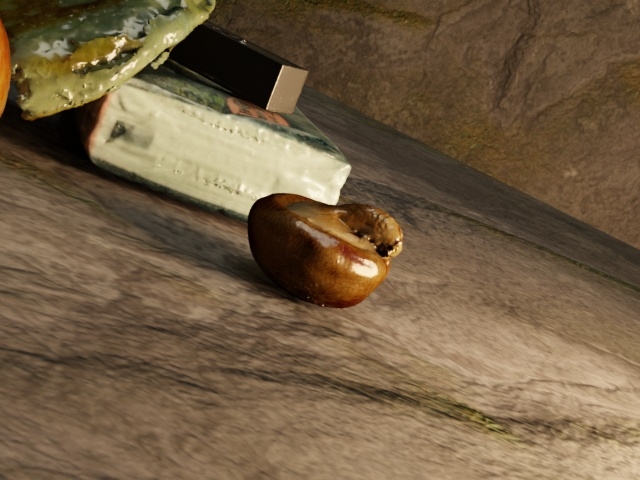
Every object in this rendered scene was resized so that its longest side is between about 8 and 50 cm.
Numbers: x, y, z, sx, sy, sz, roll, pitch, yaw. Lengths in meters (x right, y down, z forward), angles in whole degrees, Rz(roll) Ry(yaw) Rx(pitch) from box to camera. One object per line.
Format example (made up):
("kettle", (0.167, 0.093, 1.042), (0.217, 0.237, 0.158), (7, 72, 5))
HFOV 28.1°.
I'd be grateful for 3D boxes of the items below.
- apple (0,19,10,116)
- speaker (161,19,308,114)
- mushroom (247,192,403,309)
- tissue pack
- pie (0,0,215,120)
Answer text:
("apple", (-0.300, -0.138, 0.858), (0.173, 0.160, 0.195), (51, 17, 18))
("speaker", (-0.096, -0.171, 1.156), (0.191, 0.046, 0.040), (31, 15, 34))
("mushroom", (0.000, 0.000, 0.969), (0.127, 0.087, 0.127), (27, 9, -5))
("tissue pack", (-0.123, -0.112, 1.204), (0.228, 0.103, 0.315), (20, 12, -21))
("pie", (-0.231, -0.192, 1.079), (0.302, 0.067, 0.302), (-5, 32, 3))
